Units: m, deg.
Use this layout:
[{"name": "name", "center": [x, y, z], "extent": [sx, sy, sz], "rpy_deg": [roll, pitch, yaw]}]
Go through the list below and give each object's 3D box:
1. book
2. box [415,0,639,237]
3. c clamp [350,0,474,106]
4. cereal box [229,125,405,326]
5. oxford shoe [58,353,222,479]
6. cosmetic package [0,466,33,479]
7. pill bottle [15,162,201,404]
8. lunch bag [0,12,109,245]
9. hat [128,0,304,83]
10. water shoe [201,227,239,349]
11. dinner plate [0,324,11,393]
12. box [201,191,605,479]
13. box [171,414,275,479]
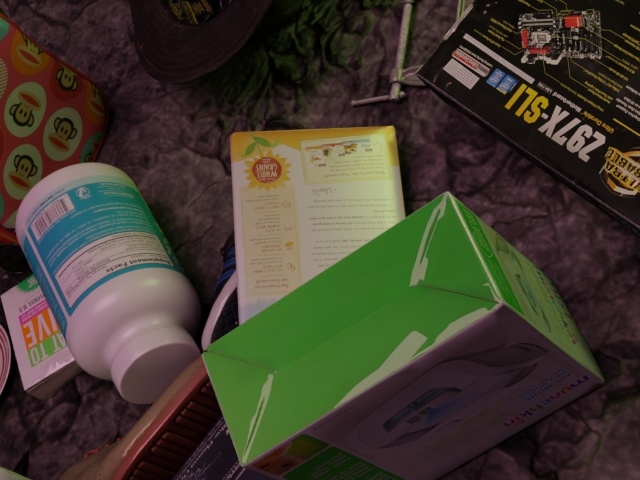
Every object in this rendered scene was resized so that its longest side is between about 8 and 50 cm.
[{"name": "book", "center": [-0.308, 0.097, 1.605], "extent": [0.096, 0.035, 0.144], "rpy_deg": [-34, 53, 11]}, {"name": "box", "center": [0.283, -0.172, 1.314], "extent": [0.257, 0.079, 0.322], "rpy_deg": [-53, 51, 4]}, {"name": "c clamp", "center": [0.105, -0.219, 1.486], "extent": [0.137, 0.022, 0.160], "rpy_deg": [3, 71, 34]}, {"name": "cereal box", "center": [0.000, 0.000, 1.386], "extent": [0.173, 0.047, 0.240], "rpy_deg": [-2, 63, -4]}, {"name": "oxford shoe", "center": [-0.200, 0.233, 1.413], "extent": [0.348, 0.123, 0.130], "rpy_deg": [-51, 46, 1]}, {"name": "cosmetic package", "center": [-0.397, 0.304, 1.373], "extent": [0.385, 0.156, 0.217], "rpy_deg": [9, 70, 49]}, {"name": "pill bottle", "center": [-0.220, 0.049, 1.494], "extent": [0.146, 0.146, 0.264], "rpy_deg": [-41, 53, 10]}, {"name": "lunch bag", "center": [-0.386, -0.110, 1.586], "extent": [0.120, 0.293, 0.258], "rpy_deg": [12, 75, 32]}, {"name": "hat", "center": [-0.081, -0.321, 1.585], "extent": [0.331, 0.134, 0.331], "rpy_deg": [-20, 63, 46]}, {"name": "water shoe", "center": [-0.072, 0.036, 1.465], "extent": [0.080, 0.073, 0.203], "rpy_deg": [7, 66, 57]}, {"name": "dinner plate", "center": [-0.417, 0.158, 1.654], "extent": [0.141, 0.017, 0.141], "rpy_deg": [-14, 62, 28]}, {"name": "box", "center": [0.075, 0.108, 1.219], "extent": [0.262, 0.231, 0.126], "rpy_deg": [-33, 55, 16]}, {"name": "box", "center": [-0.086, 0.259, 1.297], "extent": [0.156, 0.093, 0.158], "rpy_deg": [-52, 16, 1]}]
